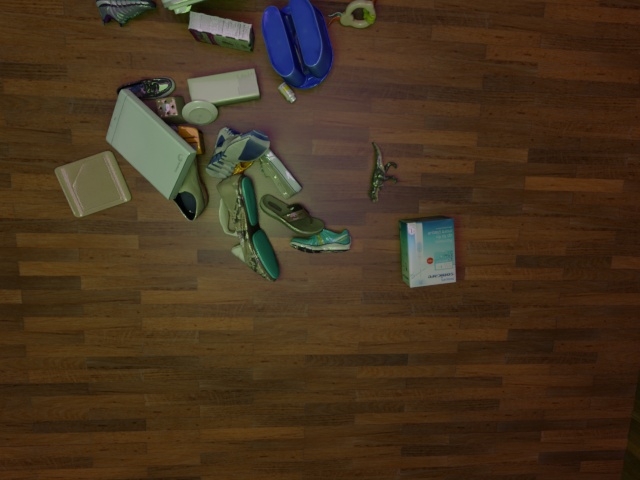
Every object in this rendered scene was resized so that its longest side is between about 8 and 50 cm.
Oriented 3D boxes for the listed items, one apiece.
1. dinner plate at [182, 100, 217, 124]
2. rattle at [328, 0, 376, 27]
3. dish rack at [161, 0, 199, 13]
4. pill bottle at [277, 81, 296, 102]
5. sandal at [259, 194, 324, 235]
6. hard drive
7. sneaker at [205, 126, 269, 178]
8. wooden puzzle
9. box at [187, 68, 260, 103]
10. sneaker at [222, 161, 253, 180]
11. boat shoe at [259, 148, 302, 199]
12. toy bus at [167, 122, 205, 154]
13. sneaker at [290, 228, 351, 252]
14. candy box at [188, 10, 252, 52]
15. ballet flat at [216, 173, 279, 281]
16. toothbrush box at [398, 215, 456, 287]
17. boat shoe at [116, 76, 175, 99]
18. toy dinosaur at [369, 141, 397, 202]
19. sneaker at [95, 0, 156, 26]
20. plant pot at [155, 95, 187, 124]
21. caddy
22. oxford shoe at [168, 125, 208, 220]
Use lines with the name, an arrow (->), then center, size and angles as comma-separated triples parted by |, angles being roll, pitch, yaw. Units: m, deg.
dinner plate -> -0.490, -0.514, 1.632 | 0.141, 0.141, 0.017 | -11, 68, -3
rattle -> 0.129, -0.959, 1.649 | 0.200, 0.130, 0.142 | 0, 89, 21
dish rack -> -0.435, -0.926, 1.508 | 0.333, 0.285, 0.072 | -19, 121, -2
pill bottle -> -0.138, -0.621, 1.690 | 0.043, 0.043, 0.083 | -40, 101, 2
sandal -> -0.119, -0.115, 1.728 | 0.303, 0.120, 0.086 | 27, 132, -8
hard drive -> -0.635, -0.350, 1.484 | 0.353, 0.047, 0.233 | 42, 122, 6
sneaker -> -0.348, -0.394, 1.618 | 0.127, 0.315, 0.182 | 24, 56, -43
wooden puzzle -> -0.948, -0.236, 1.681 | 0.239, 0.044, 0.221 | -20, 100, -6
box -> -0.390, -0.617, 1.641 | 0.275, 0.094, 0.113 | -9, 100, -3
sneaker -> -0.357, -0.304, 1.710 | 0.064, 0.067, 0.175 | 44, 95, -12
boat shoe -> -0.204, -0.305, 1.706 | 0.094, 0.109, 0.302 | -40, 103, 4
toy bus -> -0.656, -0.405, 1.645 | 0.333, 0.108, 0.130 | -6, 102, -5
sneaker -> 0.000, 0.000, 1.793 | 0.275, 0.107, 0.110 | -1, 80, -10
candy box -> -0.383, -0.817, 1.576 | 0.233, 0.159, 0.071 | 10, 100, -8
ballet flat -> -0.325, -0.040, 1.723 | 0.182, 0.164, 0.483 | -13, 103, 18
toothbrush box -> 0.483, 0.047, 1.818 | 0.216, 0.126, 0.295 | -5, 101, -5
boat shoe -> -0.709, -0.616, 1.620 | 0.228, 0.076, 0.080 | -10, 100, -4
toy dinosaur -> 0.281, -0.299, 1.777 | 0.118, 0.064, 0.268 | 2, 96, 1
sneaker -> -0.756, -0.898, 1.582 | 0.224, 0.083, 0.098 | -1, 123, -3
plant pot -> -0.613, -0.534, 1.632 | 0.109, 0.096, 0.109 | -9, 100, -5
caddy -> -0.087, -0.788, 1.601 | 0.241, 0.179, 0.341 | -14, 94, 16
oxford shoe -> -0.556, -0.260, 1.587 | 0.140, 0.146, 0.397 | -15, 125, 7
